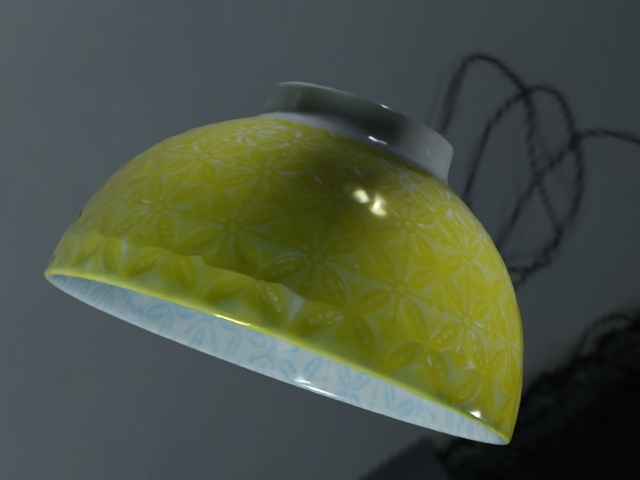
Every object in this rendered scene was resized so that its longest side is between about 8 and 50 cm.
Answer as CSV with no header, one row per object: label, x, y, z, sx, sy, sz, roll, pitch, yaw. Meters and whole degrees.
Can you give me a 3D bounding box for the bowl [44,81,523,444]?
bowl,0.000,0.000,1.127,0.289,0.289,0.156,28,79,-46
